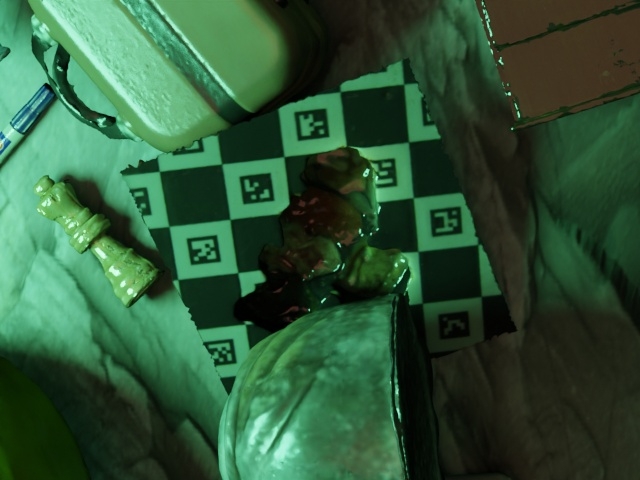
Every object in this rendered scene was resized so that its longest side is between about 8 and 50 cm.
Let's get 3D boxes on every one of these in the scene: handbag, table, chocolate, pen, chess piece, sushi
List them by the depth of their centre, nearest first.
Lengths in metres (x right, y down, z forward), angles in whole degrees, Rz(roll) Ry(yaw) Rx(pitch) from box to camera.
[{"bbox_3d":[0.242,-0.228,1.425,0.169,0.172,0.193,-17,95,13],"label":"table"},{"bbox_3d":[0.006,0.208,1.454,0.213,0.303,0.303,-9,97,11],"label":"chocolate"},{"bbox_3d":[-0.173,-0.222,1.515,0.283,0.149,0.302,-40,92,23],"label":"handbag"},{"bbox_3d":[0.000,0.000,1.544,0.320,0.069,0.339,-21,116,7],"label":"sushi"},{"bbox_3d":[-0.251,-0.005,1.611,0.172,0.060,0.060,46,103,2],"label":"chess piece"},{"bbox_3d":[-0.364,-0.096,1.633,0.025,0.025,0.204,43,103,2],"label":"pen"}]

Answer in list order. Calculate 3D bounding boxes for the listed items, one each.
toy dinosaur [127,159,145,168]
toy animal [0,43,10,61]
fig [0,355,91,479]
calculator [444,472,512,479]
[{"bbox_3d":[-0.154,-0.032,1.591,0.055,0.049,0.154,-43,84,11],"label":"toy dinosaur"},{"bbox_3d":[-0.397,-0.273,1.537,0.255,0.176,0.239,-18,83,14],"label":"toy animal"},{"bbox_3d":[-0.409,0.266,1.549,0.343,0.343,0.343,2,99,10],"label":"fig"},{"bbox_3d":[0.139,0.305,1.597,0.175,0.032,0.100,-6,98,12],"label":"calculator"}]
